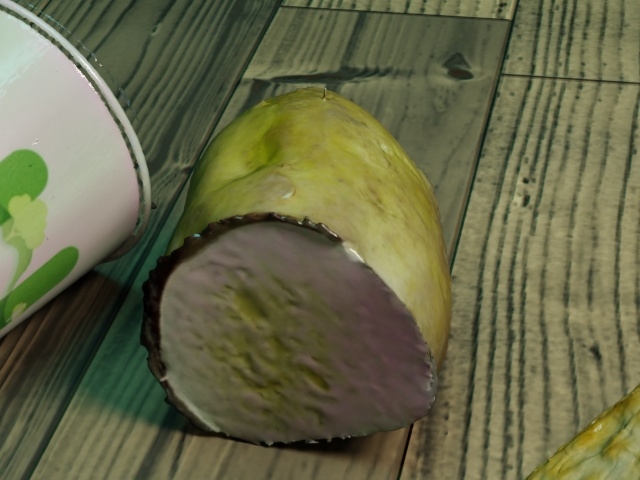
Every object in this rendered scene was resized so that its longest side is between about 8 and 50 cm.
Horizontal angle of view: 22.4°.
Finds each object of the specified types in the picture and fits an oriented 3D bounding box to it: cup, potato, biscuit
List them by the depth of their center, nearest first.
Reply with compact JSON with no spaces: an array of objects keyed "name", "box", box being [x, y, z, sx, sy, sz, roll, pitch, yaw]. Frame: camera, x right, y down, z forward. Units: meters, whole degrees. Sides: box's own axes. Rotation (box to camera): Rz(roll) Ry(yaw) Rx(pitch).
[{"name":"biscuit","box":[0.198,0.133,0.993,0.247,0.029,0.118,-39,19,0]},{"name":"potato","box":[0.000,0.000,1.155,0.229,0.229,0.266,6,38,12]},{"name":"cup","box":[-0.299,-0.015,1.181,0.253,0.253,0.274,19,46,28]}]
